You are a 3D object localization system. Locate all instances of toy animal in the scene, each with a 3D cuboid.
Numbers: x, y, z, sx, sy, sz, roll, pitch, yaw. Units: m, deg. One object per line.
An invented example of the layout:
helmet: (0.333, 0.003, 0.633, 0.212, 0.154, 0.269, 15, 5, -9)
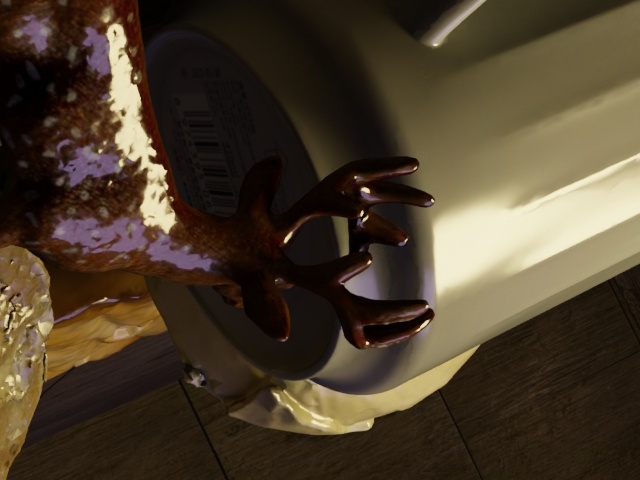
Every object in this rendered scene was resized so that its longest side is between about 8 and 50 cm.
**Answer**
toy animal: (-0.082, -0.034, 0.724, 0.260, 0.087, 0.243, -8, 132, 0)

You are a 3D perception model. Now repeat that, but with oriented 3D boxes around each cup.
cup: (0.095, -0.095, 0.947, 0.327, 0.237, 0.323, -22, 156, -29)

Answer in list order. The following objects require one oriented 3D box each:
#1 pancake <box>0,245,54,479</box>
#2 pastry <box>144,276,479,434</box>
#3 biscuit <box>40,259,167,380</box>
pancake: (-0.282, 0.132, 1.002, 0.387, 0.082, 0.387, -41, 142, -42)
pastry: (0.001, -0.002, 1.182, 0.265, 0.265, 0.133, -21, -173, -39)
biscuit: (-0.213, 0.050, 1.411, 0.296, 0.102, 0.296, -22, 172, -3)
